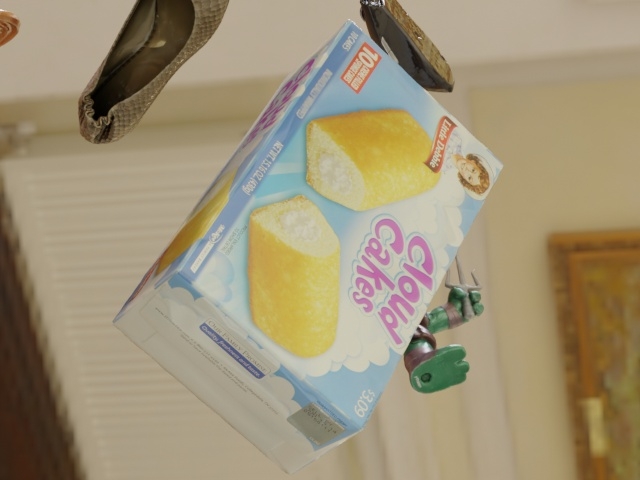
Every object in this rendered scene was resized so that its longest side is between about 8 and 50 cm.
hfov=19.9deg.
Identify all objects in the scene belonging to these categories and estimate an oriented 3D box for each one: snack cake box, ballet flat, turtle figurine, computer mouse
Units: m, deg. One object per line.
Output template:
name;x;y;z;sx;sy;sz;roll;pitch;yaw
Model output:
snack cake box;0.000;0.000;1.180;0.152;0.089;0.264;41;48;-11
ballet flat;-0.166;-0.191;1.758;0.084;0.250;0.058;45;27;13
turtle figurine;0.066;0.046;1.675;0.118;0.175;0.234;-53;-161;14
computer mouse;0.083;-0.306;2.468;0.262;0.060;0.184;47;20;-20

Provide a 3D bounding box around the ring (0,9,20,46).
ring;-0.422;-0.161;1.539;0.336;0.336;0.032;-5;84;-77
